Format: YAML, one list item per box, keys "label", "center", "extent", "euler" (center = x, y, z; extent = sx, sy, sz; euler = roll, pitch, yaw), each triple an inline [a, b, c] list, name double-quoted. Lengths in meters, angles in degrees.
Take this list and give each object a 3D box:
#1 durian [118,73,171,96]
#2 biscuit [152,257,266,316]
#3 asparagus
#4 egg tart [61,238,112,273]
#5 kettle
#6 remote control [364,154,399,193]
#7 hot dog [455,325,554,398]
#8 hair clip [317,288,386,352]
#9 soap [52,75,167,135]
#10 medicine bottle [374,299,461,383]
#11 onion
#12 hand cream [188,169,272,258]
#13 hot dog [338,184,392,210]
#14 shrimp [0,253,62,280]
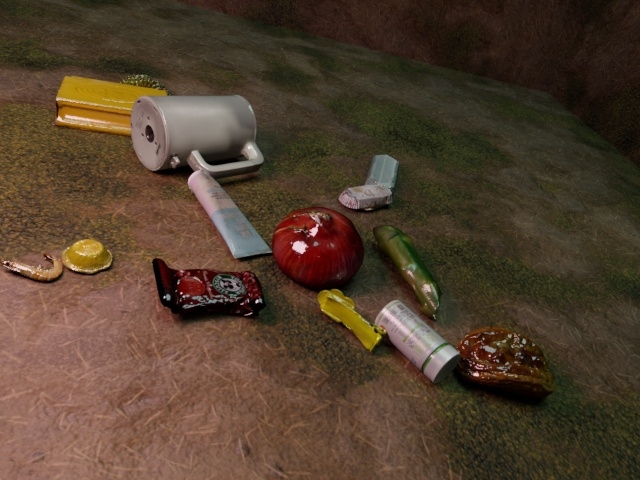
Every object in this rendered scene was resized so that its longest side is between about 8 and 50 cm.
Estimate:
- label: "durian"
  center: [-0.614, -0.527, 1.892]
  extent: [0.220, 0.095, 0.137]
  euler: [-12, 44, -47]
- label: "biscuit"
  center: [-0.235, 0.103, 1.173]
  extent: [0.235, 0.063, 0.151]
  euler: [4, 36, -25]
- label: "asparagus"
  center: [0.237, 0.075, 1.427]
  extent: [0.085, 0.082, 0.343]
  euler: [2, 37, -30]
- label: "egg tart"
  center: [-0.499, 0.029, 1.179]
  extent: [0.105, 0.039, 0.105]
  euler: [12, 31, -8]
- label: "kettle"
  center: [-0.346, -0.311, 1.597]
  extent: [0.265, 0.205, 0.318]
  euler: [27, 29, 37]
- label: "remote control"
  center: [0.214, -0.226, 1.886]
  extent: [0.104, 0.052, 0.247]
  euler: [17, 36, 1]
- label: "hot dog"
  center: [0.405, 0.270, 1.209]
  extent: [0.227, 0.099, 0.160]
  euler: [9, 33, -9]
- label: "hair clip"
  center: [0.066, 0.168, 1.217]
  extent: [0.173, 0.072, 0.046]
  euler: [36, 26, 19]
- label: "soap"
  center: [-0.642, -0.415, 1.708]
  extent: [0.324, 0.096, 0.204]
  euler: [4, 36, -20]
- label: "medicine bottle"
  center: [0.208, 0.217, 1.199]
  extent: [0.086, 0.086, 0.183]
  euler: [-15, 46, -40]
- label: "onion"
  center: [0.001, 0.009, 1.357]
  extent: [0.248, 0.161, 0.248]
  euler: [22, 45, -23]
- label: "hand cream"
  center: [-0.247, -0.067, 1.419]
  extent: [0.111, 0.070, 0.312]
  euler: [-9, 45, -42]
- label: "hot dog"
  center: [0.140, -0.133, 1.713]
  extent: [0.192, 0.053, 0.099]
  euler: [-15, 44, -36]
- label: "shrimp"
  center: [-0.586, 0.049, 1.123]
  extent: [0.114, 0.023, 0.083]
  euler: [15, 30, -14]
